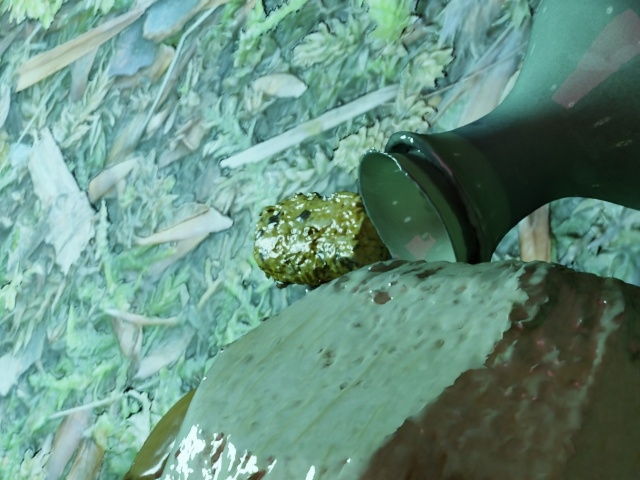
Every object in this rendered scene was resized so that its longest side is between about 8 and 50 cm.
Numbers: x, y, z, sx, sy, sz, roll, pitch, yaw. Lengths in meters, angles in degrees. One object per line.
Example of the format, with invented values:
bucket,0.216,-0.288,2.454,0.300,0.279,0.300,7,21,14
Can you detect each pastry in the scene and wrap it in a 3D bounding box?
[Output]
pastry,0.000,0.000,1.546,0.140,0.056,0.080,-14,48,45

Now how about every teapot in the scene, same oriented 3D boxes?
teapot,0.154,-0.067,1.259,0.251,0.183,0.183,-31,34,-20

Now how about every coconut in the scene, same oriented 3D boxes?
coconut,0.078,0.220,1.107,0.415,0.344,0.415,-33,42,36

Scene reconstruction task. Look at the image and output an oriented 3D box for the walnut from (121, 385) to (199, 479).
walnut,-0.061,0.226,1.376,0.203,0.203,0.298,1,62,48
